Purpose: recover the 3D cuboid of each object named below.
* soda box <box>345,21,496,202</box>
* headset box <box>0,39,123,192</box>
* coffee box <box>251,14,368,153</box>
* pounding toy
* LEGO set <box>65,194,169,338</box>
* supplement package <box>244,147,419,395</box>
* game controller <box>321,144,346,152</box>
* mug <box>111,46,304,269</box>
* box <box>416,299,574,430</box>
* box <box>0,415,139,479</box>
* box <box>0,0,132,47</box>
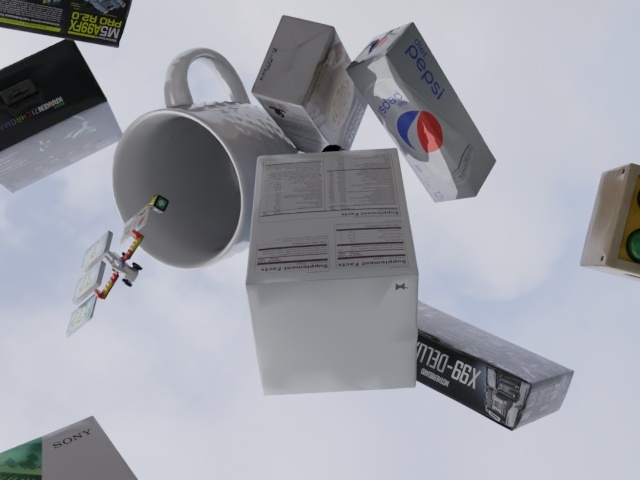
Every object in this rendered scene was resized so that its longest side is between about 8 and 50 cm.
[{"bbox_3d":[0.168,-0.198,1.226,0.286,0.091,0.098,53,-125,-24],"label":"soda box"},{"bbox_3d":[-0.505,-0.217,1.368,0.246,0.283,0.131,-29,-92,-9],"label":"headset box"},{"bbox_3d":[-0.008,-0.242,1.266,0.141,0.098,0.246,-69,-21,-8],"label":"coffee box"},{"bbox_3d":[0.443,-0.045,0.930,0.181,0.094,0.206,15,-92,-2],"label":"pounding toy"},{"bbox_3d":[-0.329,0.022,1.182,0.060,0.244,0.182,34,-142,-32],"label":"LEGO set"},{"bbox_3d":[0.016,0.035,0.998,0.198,0.199,0.262,-3,-141,2],"label":"supplement package"},{"bbox_3d":[0.000,0.000,1.286,0.067,0.319,0.166,5,-140,-22],"label":"game controller"},{"bbox_3d":[-0.180,-0.166,1.392,0.328,0.276,0.374,-28,-74,-60],"label":"mug"},{"bbox_3d":[0.218,0.183,1.211,0.242,0.307,0.076,8,-76,-58],"label":"box"},{"bbox_3d":[-0.236,0.320,0.683,0.232,0.058,0.322,-18,-136,-39],"label":"box"},{"bbox_3d":[-0.374,-0.386,1.013,0.270,0.216,0.060,-1,-143,-40],"label":"box"}]
